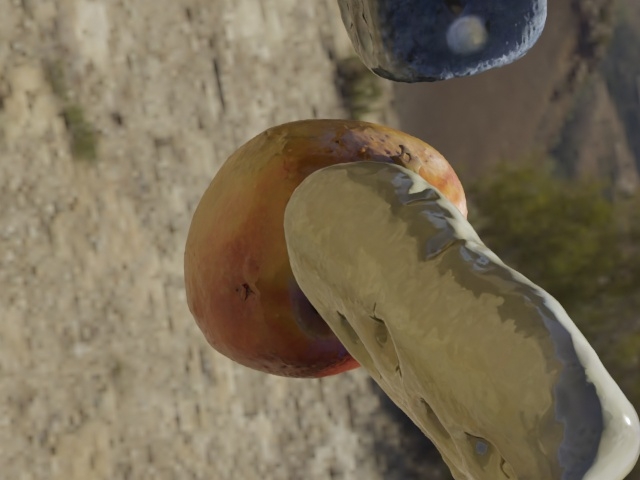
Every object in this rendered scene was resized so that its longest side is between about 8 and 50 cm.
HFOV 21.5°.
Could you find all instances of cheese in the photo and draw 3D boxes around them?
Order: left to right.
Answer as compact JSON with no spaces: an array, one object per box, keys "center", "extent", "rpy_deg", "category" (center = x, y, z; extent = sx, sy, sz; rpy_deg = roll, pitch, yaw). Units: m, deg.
[{"center":[0.107,0.072,1.266],"extent":[0.351,0.129,0.328],"rpy_deg":[53,-7,3],"category":"cheese"}]

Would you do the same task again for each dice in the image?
[{"center":[0.110,-0.269,1.655],"extent":[0.182,0.181,0.183],"rpy_deg":[-116,-167,-60],"category":"dice"}]

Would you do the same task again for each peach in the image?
[{"center":[0.002,0.001,1.982],"extent":[0.290,0.372,0.372],"rpy_deg":[33,35,-12],"category":"peach"}]
